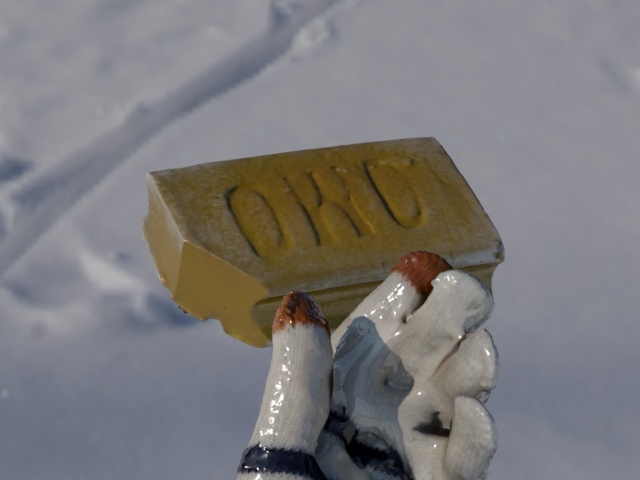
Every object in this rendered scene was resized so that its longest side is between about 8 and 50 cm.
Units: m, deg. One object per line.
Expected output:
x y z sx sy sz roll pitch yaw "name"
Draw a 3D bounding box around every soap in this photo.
0.000 0.000 1.379 0.232 0.073 0.140 -8 43 -22 "soap"

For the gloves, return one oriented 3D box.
0.030 0.115 1.078 0.140 0.219 0.131 17 -22 10 "gloves"
